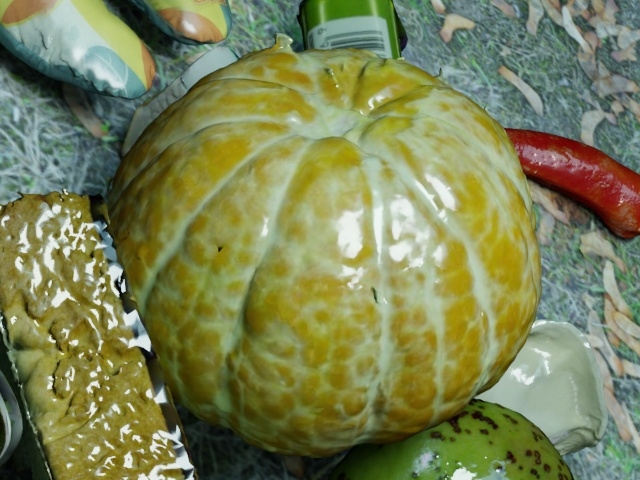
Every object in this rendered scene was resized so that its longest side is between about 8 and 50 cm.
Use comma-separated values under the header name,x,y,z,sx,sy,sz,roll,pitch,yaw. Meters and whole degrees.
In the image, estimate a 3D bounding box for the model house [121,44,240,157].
name,x,y,z,sx,sy,sz,roll,pitch,yaw
model house,-0.097,-0.088,1.627,0.100,0.100,0.088,51,38,-5

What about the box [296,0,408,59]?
name,x,y,z,sx,sy,sz,roll,pitch,yaw
box,0.047,-0.051,1.695,0.097,0.134,0.345,-9,59,2

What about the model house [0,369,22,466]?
name,x,y,z,sx,sy,sz,roll,pitch,yaw
model house,-0.354,0.080,1.222,0.294,0.207,0.154,50,46,0

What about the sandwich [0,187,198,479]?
name,x,y,z,sx,sy,sz,roll,pitch,yaw
sandwich,-0.159,0.130,1.324,0.095,0.249,0.273,-15,69,-15

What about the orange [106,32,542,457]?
name,x,y,z,sx,sy,sz,roll,pitch,yaw
orange,0.000,0.000,1.433,0.329,0.249,0.329,4,37,-3

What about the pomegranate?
name,x,y,z,sx,sy,sz,roll,pitch,yaw
pomegranate,0.107,0.229,1.534,0.214,0.214,0.248,62,6,13

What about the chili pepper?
name,x,y,z,sx,sy,sz,roll,pitch,yaw
chili pepper,0.261,-0.058,1.933,0.272,0.063,0.071,26,36,-20

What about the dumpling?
name,x,y,z,sx,sy,sz,roll,pitch,yaw
dumpling,0.175,0.114,1.683,0.100,0.134,0.169,-24,80,-48

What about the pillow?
name,x,y,z,sx,sy,sz,roll,pitch,yaw
pillow,-0.185,-0.213,1.637,0.214,0.086,0.233,42,39,8
